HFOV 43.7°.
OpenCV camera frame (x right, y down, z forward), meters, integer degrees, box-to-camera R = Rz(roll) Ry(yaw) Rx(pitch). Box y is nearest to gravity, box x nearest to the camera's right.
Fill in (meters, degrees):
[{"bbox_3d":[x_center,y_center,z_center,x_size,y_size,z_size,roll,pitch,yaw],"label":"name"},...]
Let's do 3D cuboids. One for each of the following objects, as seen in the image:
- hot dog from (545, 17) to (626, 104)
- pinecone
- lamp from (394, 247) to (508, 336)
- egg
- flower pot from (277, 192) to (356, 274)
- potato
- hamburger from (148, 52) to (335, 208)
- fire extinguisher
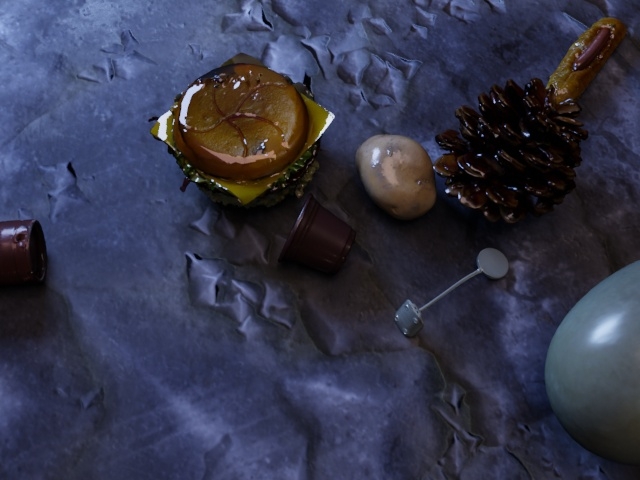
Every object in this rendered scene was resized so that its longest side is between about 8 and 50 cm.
[{"bbox_3d":[0.445,-0.306,1.344,0.066,0.047,0.216,37,69,16],"label":"hot dog"},{"bbox_3d":[0.284,-0.139,1.173,0.221,0.221,0.222,1,66,-2],"label":"pinecone"},{"bbox_3d":[0.197,0.073,1.179,0.198,0.056,0.050,-28,69,-26],"label":"lamp"},{"bbox_3d":[0.457,0.147,1.029,0.352,0.258,0.259,-23,69,-15],"label":"egg"},{"bbox_3d":[0.000,0.000,1.163,0.089,0.111,0.111,26,67,-3],"label":"flower pot"},{"bbox_3d":[0.116,-0.100,1.207,0.112,0.112,0.147,-31,80,-15],"label":"potato"},{"bbox_3d":[-0.119,-0.157,1.200,0.261,0.139,0.243,43,69,14],"label":"hamburger"},{"bbox_3d":[-0.534,0.030,1.128,0.268,0.105,0.105,-5,66,-5],"label":"fire extinguisher"}]
